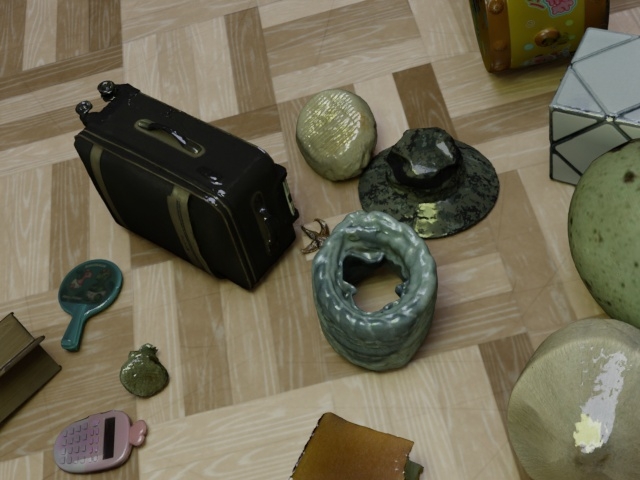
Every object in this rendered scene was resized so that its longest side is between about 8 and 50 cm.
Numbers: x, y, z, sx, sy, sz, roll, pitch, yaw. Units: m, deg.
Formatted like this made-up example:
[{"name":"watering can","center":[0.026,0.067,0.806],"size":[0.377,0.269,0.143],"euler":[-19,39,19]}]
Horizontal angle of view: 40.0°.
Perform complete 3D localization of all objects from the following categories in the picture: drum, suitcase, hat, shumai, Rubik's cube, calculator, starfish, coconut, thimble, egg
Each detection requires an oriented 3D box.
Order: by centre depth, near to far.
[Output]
[{"name":"coconut","center":[0.374,0.235,1.189],"size":[0.237,0.237,0.266],"euler":[2,12,16]},{"name":"egg","center":[0.533,0.012,1.301],"size":[0.287,0.287,0.379],"euler":[-30,51,-8]},{"name":"thimble","center":[0.090,0.080,1.443],"size":[0.205,0.172,0.250],"euler":[-9,56,2]},{"name":"calculator","center":[-0.365,0.335,1.461],"size":[0.166,0.024,0.103],"euler":[-12,52,8]},{"name":"shumai","center":[-0.310,0.221,1.513],"size":[0.083,0.082,0.080],"euler":[-4,10,-24]},{"name":"Rubik's cube","center":[0.524,-0.215,1.520],"size":[0.207,0.205,0.205],"euler":[19,62,24]},{"name":"suitcase","center":[-0.251,-0.100,1.586],"size":[0.434,0.283,0.194],"euler":[26,61,27]},{"name":"hat","center":[0.190,-0.132,1.596],"size":[0.265,0.128,0.265],"euler":[-5,56,8]},{"name":"starfish","center":[0.000,0.000,1.607],"size":[0.078,0.028,0.091],"euler":[-12,55,13]},{"name":"drum","center":[0.386,-0.538,1.660],"size":[0.214,0.431,0.431],"euler":[-11,53,8]}]

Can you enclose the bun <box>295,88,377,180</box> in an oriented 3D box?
[{"name":"bun","center":[0.037,-0.201,1.700],"size":[0.164,0.111,0.188],"euler":[-45,54,5]}]

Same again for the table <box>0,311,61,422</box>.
[{"name":"table","center":[-0.573,0.245,1.509],"size":[0.167,0.167,0.226],"euler":[28,56,29]}]

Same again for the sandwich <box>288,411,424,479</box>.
[{"name":"sandwich","center":[0.046,0.384,1.267],"size":[0.186,0.108,0.220],"euler":[15,58,24]}]

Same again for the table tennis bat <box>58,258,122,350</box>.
[{"name":"table tennis bat","center":[-0.437,0.117,1.632],"size":[0.124,0.033,0.201],"euler":[-2,50,14]}]
